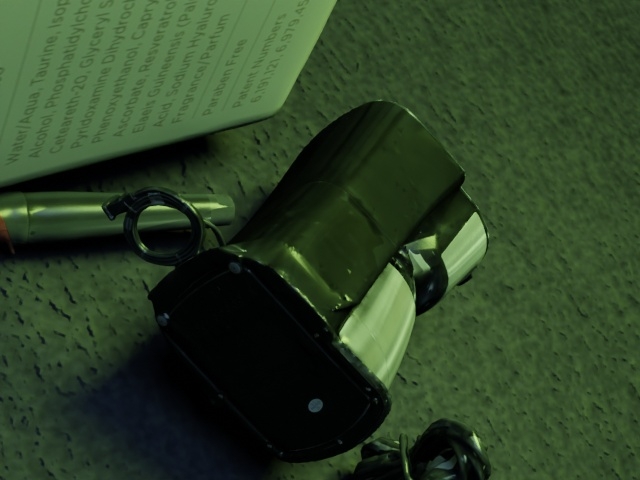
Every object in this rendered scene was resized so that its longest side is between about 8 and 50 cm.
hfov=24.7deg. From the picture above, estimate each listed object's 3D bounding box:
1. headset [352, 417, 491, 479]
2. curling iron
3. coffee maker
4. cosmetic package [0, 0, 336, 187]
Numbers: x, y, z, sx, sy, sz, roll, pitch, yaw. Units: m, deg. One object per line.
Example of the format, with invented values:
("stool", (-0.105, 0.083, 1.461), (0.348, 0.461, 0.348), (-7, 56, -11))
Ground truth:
("headset", (0.007, 0.272, 0.677), (0.243, 0.185, 0.394), (24, 69, -17))
("curling iron", (-0.172, 0.002, 0.780), (0.274, 0.035, 0.068), (-9, 71, -30))
("coffee maker", (0.000, 0.000, 0.791), (0.178, 0.120, 0.171), (-53, 127, -49))
("cosmetic package", (-0.202, -0.235, 0.702), (0.394, 0.327, 0.329), (-18, 65, -33))
